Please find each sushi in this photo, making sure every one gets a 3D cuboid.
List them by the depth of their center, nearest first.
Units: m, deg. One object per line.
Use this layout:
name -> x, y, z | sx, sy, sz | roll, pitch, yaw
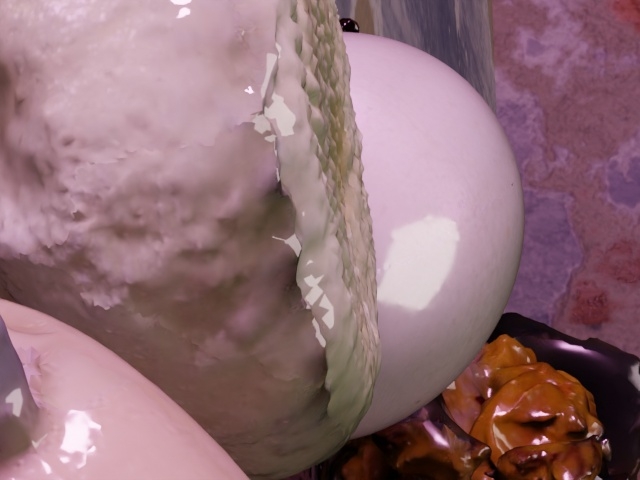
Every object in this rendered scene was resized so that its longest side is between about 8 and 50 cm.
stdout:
sushi -> 0.091, 0.138, 1.119 | 0.204, 0.200, 0.213 | -68, 154, -61

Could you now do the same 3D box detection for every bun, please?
bun -> -0.049, -0.023, 0.574 | 0.195, 0.118, 0.195 | -5, 90, -86

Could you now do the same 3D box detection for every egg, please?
egg -> 0.000, 0.000, 0.761 | 0.209, 0.151, 0.151 | -48, 135, -62

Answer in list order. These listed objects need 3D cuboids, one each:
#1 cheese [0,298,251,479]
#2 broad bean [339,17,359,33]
cheese -> -0.066, 0.056, 0.404 | 0.082, 0.163, 0.286 | -42, 134, -30
broad bean -> -0.035, -0.080, 0.882 | 0.046, 0.061, 0.195 | 45, 18, 10
